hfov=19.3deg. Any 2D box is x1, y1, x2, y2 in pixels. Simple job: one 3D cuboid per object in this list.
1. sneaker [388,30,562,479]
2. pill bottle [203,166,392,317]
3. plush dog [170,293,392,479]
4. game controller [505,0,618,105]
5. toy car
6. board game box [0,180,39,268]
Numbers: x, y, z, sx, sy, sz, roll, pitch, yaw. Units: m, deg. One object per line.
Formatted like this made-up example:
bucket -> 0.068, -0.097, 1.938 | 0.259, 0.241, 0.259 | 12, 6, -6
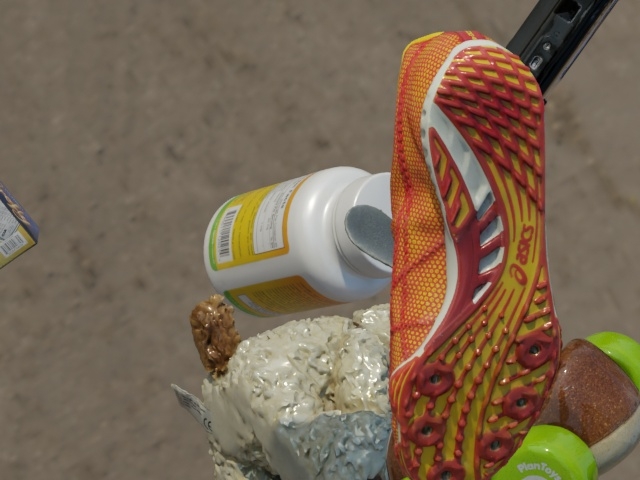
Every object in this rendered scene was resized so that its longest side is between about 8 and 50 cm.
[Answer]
sneaker -> 0.054, 0.009, 0.701 | 0.064, 0.175, 0.067 | 2, 12, -14
pill bottle -> 0.000, 0.000, 1.914 | 0.136, 0.245, 0.136 | 7, 78, -35
plush dog -> 0.024, 0.121, 1.555 | 0.225, 0.262, 0.211 | -17, 76, -30
game controller -> 0.239, -0.212, 1.581 | 0.067, 0.319, 0.166 | 39, 15, 13
toy car -> 0.073, 0.054, 1.006 | 0.188, 0.149, 0.155 | 60, 29, -6
board game box -> -0.382, 0.003, 1.578 | 0.165, 0.243, 0.042 | 53, 7, -19
